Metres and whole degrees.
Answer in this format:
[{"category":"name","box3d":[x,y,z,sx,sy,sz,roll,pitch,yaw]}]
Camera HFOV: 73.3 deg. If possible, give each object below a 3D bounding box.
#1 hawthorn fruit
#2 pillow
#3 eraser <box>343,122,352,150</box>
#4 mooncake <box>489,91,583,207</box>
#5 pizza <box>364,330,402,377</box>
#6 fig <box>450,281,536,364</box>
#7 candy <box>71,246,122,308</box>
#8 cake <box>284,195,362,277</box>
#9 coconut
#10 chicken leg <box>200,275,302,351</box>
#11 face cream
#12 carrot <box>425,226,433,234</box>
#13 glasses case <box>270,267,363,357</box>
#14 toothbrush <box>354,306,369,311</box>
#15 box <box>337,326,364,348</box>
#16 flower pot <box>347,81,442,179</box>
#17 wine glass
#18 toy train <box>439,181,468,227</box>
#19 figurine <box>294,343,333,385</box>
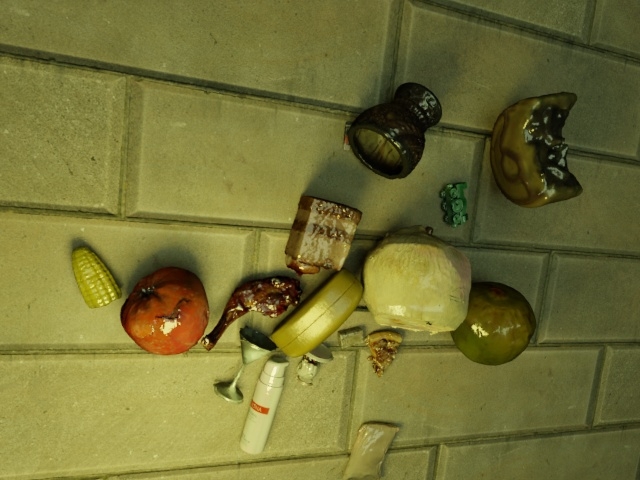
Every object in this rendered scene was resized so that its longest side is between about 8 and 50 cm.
[{"category":"hawthorn fruit","box3d":[-0.471,0.251,1.359,0.276,0.276,0.307,-23,127,-13]},{"category":"pillow","box3d":[0.205,0.872,1.760,0.173,0.067,0.270,17,93,-14]},{"category":"eraser","box3d":[0.099,-0.378,1.562,0.027,0.019,0.099,3,98,-18]},{"category":"mooncake","box3d":[0.815,-0.326,1.602,0.246,0.394,0.393,-8,141,-14]},{"category":"pizza","box3d":[0.247,0.456,1.708,0.154,0.069,0.193,2,96,-19]},{"category":"fig","box3d":[0.661,0.334,1.706,0.343,0.343,0.343,-3,99,-17]},{"category":"candy","box3d":[-0.709,0.111,1.340,0.106,0.094,0.198,-25,98,-12]},{"category":"cake","box3d":[0.000,0.000,1.493,0.199,0.196,0.293,16,92,-21]},{"category":"coconut","box3d":[0.330,0.127,1.528,0.405,0.404,0.404,-3,99,-17]},{"category":"chicken leg","box3d":[-0.243,0.229,1.484,0.407,0.096,0.158,-27,81,-29]},{"category":"face cream","box3d":[-0.203,0.593,1.568,0.102,0.102,0.345,15,93,-19]},{"category":"carrot","box3d":[0.422,-0.012,1.716,0.032,0.032,0.093,26,92,-20]},{"category":"glasses case","box3d":[-0.007,0.264,1.492,0.371,0.173,0.141,-44,90,12]},{"category":"toothbrush","box3d":[0.114,0.264,1.658,0.297,0.030,0.030,1,89,-18]},{"category":"box","box3d":[0.117,0.375,1.667,0.098,0.045,0.062,-9,100,-18]},{"category":"flower pot","box3d":[0.273,-0.390,1.502,0.266,0.266,0.267,47,72,-18]},{"category":"wine glass","box3d":[-0.270,0.440,1.508,0.156,0.156,0.232,27,94,-20]},{"category":"toy train","box3d":[0.540,-0.143,1.715,0.105,0.071,0.178,-16,102,-26]},{"category":"figurine","box3d":[-0.035,0.469,1.604,0.132,0.132,0.153,18,105,-19]}]
